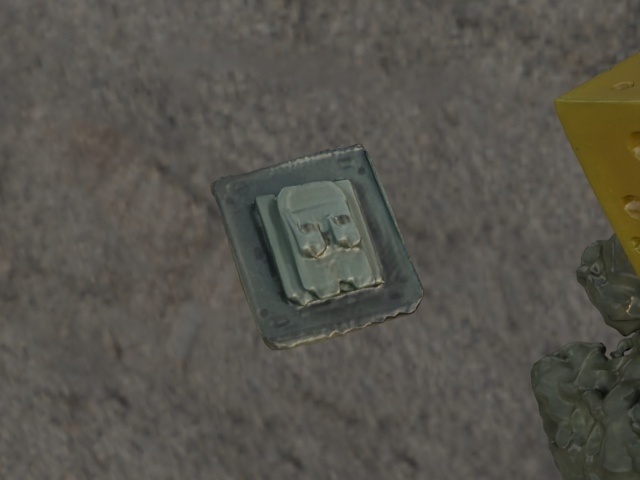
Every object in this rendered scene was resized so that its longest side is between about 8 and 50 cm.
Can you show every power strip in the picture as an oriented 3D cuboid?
[{"bbox_3d":[0.000,0.000,1.812,0.198,0.064,0.213,-17,76,-19],"label":"power strip"}]

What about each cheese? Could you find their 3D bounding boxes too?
[{"bbox_3d":[0.231,-0.029,1.022,0.093,0.171,0.126,1,24,47],"label":"cheese"}]

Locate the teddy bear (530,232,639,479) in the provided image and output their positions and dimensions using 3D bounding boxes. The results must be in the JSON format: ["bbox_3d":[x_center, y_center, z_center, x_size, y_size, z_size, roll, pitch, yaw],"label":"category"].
[{"bbox_3d":[0.322,0.103,1.137,0.357,0.224,0.367,36,94,8],"label":"teddy bear"}]
